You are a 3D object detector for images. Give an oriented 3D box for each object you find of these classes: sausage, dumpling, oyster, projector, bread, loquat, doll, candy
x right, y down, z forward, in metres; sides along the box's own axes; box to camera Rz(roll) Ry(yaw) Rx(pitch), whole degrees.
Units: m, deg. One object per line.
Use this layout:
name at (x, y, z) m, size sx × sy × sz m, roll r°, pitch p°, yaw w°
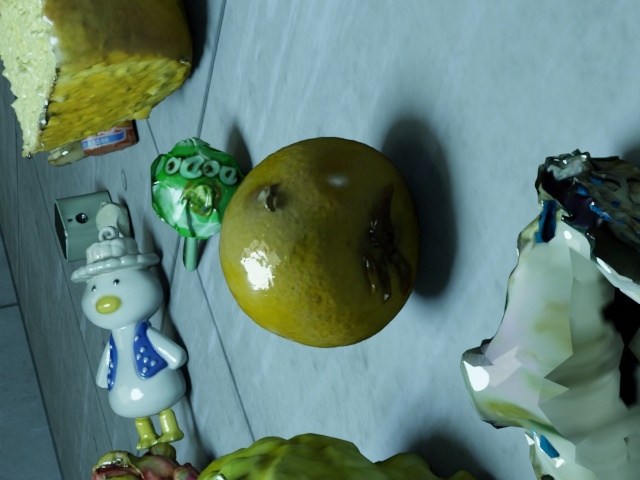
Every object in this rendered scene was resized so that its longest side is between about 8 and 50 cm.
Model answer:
sausage at (-0.298, -0.250, 1.541) m, size 0.074 × 0.074 × 0.274 m, roll 172°, pitch 88°, yaw -70°
dumpling at (-0.290, -0.025, 1.697) m, size 0.076 × 0.057 × 0.052 m, roll 9°, pitch 72°, yaw 43°
oyster at (0.142, 0.079, 0.498) m, size 0.260 × 0.092 × 0.198 m, roll 58°, pitch 153°, yaw 25°
projector at (-0.358, -0.021, 1.814) m, size 0.083 × 0.082 × 0.083 m, roll 105°, pitch 146°, yaw -51°
bread at (-0.224, -0.217, 1.202) m, size 0.340 × 0.179 × 0.194 m, roll 145°, pitch 110°, yaw -66°
loquat at (0.000, 0.000, 0.770) m, size 0.141 × 0.141 × 0.141 m, roll 169°, pitch 90°, yaw -70°
doll at (-0.242, 0.122, 1.529) m, size 0.138 × 0.119 × 0.293 m, roll -17°, pitch 84°, yaw 27°
candy at (-0.129, -0.017, 1.225) m, size 0.323 × 0.097 × 0.097 m, roll 115°, pitch 140°, yaw -72°

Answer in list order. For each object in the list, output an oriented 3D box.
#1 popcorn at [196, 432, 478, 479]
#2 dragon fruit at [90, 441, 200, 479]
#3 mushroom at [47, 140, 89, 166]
popcorn at (0.012, 0.230, 0.797) m, size 0.237 × 0.251 × 0.206 m, roll 52°, pitch -153°, yaw -38°
dragon fruit at (-0.234, 0.390, 1.443) m, size 0.269 × 0.250 × 0.291 m, roll 15°, pitch 83°, yaw 42°
mushroom at (-0.399, -0.236, 1.797) m, size 0.096 × 0.108 × 0.247 m, roll -18°, pitch -79°, yaw -69°
